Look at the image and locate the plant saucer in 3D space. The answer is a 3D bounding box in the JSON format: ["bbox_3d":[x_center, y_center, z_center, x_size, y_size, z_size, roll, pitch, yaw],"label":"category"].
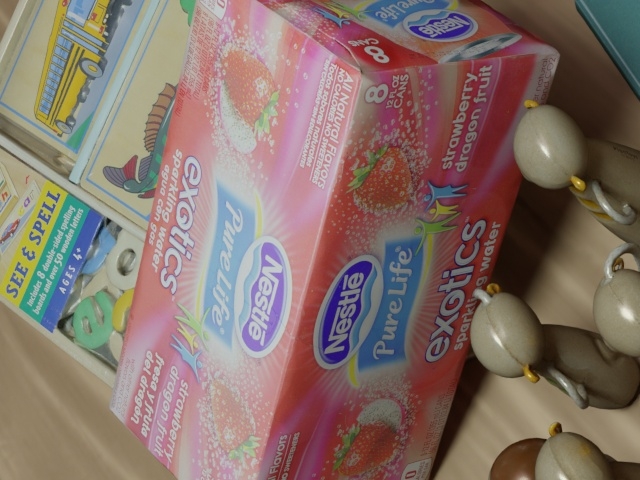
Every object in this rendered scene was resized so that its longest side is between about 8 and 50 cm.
[{"bbox_3d":[0.210,-0.102,1.133,0.067,0.018,0.192,-44,48,21],"label":"plant saucer"}]

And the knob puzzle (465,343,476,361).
[{"bbox_3d":[0.014,0.021,1.258,0.213,0.030,0.213,-17,63,38],"label":"knob puzzle"}]

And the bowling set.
[{"bbox_3d":[0.146,0.092,1.019,0.200,0.154,0.287,-45,48,20],"label":"bowling set"}]

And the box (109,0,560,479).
[{"bbox_3d":[0.000,0.000,1.104,0.142,0.154,0.300,40,126,39],"label":"box"}]

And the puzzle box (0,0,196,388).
[{"bbox_3d":[-0.105,-0.130,1.274,0.272,0.052,0.409,31,99,44],"label":"puzzle box"}]
